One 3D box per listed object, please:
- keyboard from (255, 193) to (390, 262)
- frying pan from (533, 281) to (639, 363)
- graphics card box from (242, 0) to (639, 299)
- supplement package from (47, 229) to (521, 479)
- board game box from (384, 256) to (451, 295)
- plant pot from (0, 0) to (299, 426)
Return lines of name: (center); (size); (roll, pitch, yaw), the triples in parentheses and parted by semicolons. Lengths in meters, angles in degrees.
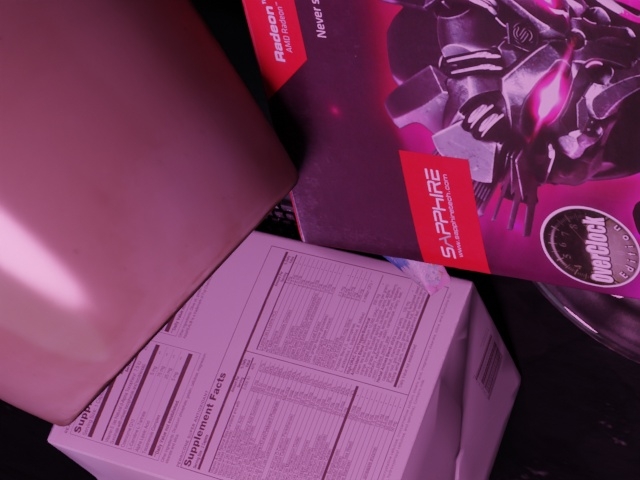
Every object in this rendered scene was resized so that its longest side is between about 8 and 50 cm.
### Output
keyboard: (0.000, 0.000, 1.179); (0.180, 0.023, 0.108); (14, 149, 23)
frying pan: (0.156, 0.003, 1.018); (0.326, 0.053, 0.197); (6, 136, 49)
graphics card box: (0.141, -0.084, 0.807); (0.371, 0.094, 0.233); (10, 132, 27)
supplement package: (-0.018, 0.124, 1.184); (0.263, 0.198, 0.199); (13, 159, 23)
board game box: (0.039, -0.018, 1.025); (0.090, 0.020, 0.090); (40, 165, 52)
plant pot: (-0.177, -0.059, 0.855); (0.280, 0.323, 0.323); (44, 150, -1)
